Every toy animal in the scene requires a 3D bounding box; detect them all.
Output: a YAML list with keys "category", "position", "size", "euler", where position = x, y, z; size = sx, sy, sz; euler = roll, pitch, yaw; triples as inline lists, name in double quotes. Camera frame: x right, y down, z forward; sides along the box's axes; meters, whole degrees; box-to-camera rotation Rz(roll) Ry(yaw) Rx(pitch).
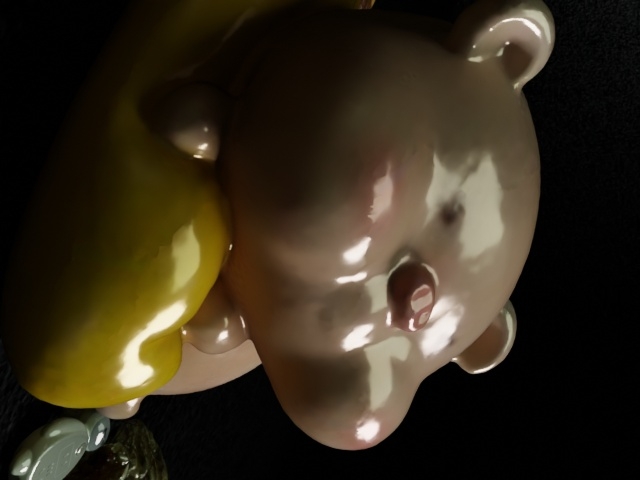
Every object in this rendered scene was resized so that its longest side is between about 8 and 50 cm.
- category: "toy animal"
  position: [-0.009, 0.016, 0.492]
  size: [0.345, 0.246, 0.278]
  euler: [106, 12, -45]

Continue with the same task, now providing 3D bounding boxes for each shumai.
- category: "shumai"
  position: [-0.162, 0.178, 0.672]
  size: [0.080, 0.082, 0.083]
  euler: [7, 93, -44]

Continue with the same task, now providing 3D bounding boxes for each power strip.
- category: "power strip"
  position: [-0.168, 0.127, 0.561]
  size: [0.083, 0.035, 0.055]
  euler: [-30, 144, -57]

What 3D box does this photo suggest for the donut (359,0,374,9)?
- category: "donut"
  position: [0.034, -0.258, 0.684]
  size: [0.166, 0.073, 0.184]
  euler: [104, 10, -48]
